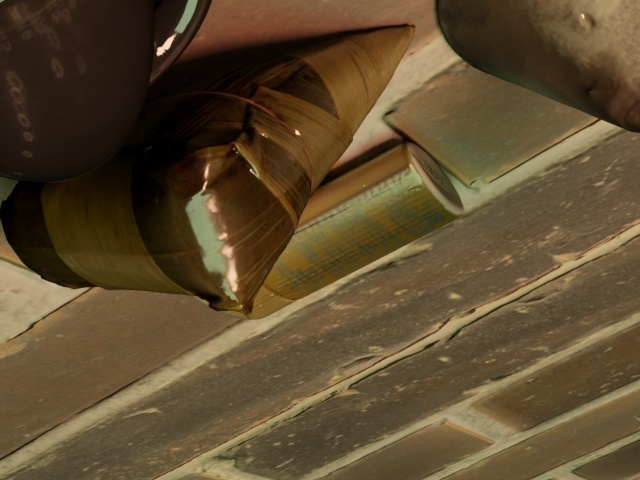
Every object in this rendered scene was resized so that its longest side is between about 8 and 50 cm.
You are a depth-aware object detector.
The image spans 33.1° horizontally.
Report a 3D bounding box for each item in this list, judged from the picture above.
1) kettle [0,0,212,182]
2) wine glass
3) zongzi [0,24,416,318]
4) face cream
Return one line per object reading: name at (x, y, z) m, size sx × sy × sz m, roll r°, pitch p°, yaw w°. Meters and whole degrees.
kettle at (-0.177, -0.160, 0.711) m, size 0.268 × 0.207 × 0.290 m, roll -40°, pitch 157°, yaw -12°
wine glass at (0.269, -0.078, 0.816) m, size 0.267 × 0.406 × 0.267 m, roll -10°, pitch 145°, yaw -7°
zongzi at (-0.096, -0.084, 0.942) m, size 0.289 × 0.317 × 0.154 m, roll 4°, pitch 129°, yaw 41°
face cream at (0.000, 0.000, 1.132) m, size 0.285 × 0.067 × 0.139 m, roll -28°, pitch 145°, yaw 18°
